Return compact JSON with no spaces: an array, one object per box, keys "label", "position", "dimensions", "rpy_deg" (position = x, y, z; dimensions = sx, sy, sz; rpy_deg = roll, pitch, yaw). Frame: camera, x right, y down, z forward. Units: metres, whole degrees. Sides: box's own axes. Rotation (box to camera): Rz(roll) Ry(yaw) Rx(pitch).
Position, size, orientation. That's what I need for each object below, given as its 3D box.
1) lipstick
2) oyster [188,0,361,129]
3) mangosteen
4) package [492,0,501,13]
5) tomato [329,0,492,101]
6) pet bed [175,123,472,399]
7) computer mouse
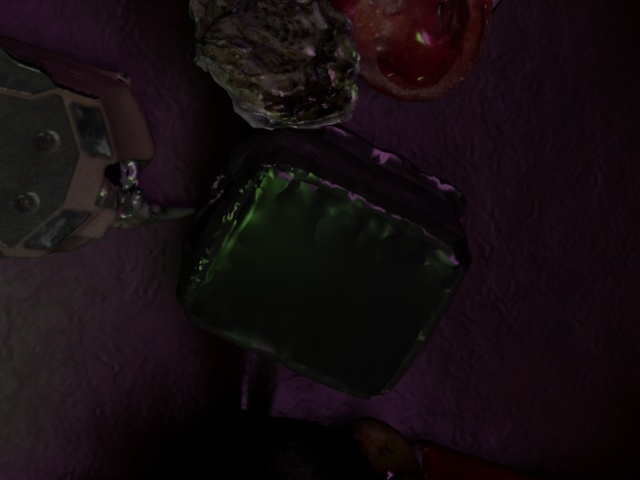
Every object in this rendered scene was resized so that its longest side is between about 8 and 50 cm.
[{"label":"lipstick","position":[0.185,0.249,1.108],"dimensions":[0.241,0.080,0.080],"rpy_deg":[19,92,-17]},{"label":"oyster","position":[-0.037,-0.150,0.962],"dimensions":[0.125,0.177,0.064],"rpy_deg":[-11,143,-12]},{"label":"mangosteen","position":[0.006,0.266,0.970],"dimensions":[0.302,0.275,0.275],"rpy_deg":[-20,101,-10]},{"label":"package","position":[0.126,-0.304,1.051],"dimensions":[0.173,0.027,0.171],"rpy_deg":[37,90,-15]},{"label":"tomato","position":[0.070,-0.219,0.990],"dimensions":[0.189,0.173,0.099],"rpy_deg":[44,44,-3]},{"label":"pet bed","position":[0.000,0.000,1.000],"dimensions":[0.211,0.159,0.183],"rpy_deg":[25,111,-14]},{"label":"computer mouse","position":[-0.269,-0.081,0.933],"dimensions":[0.389,0.115,0.199],"rpy_deg":[11,115,-35]}]
